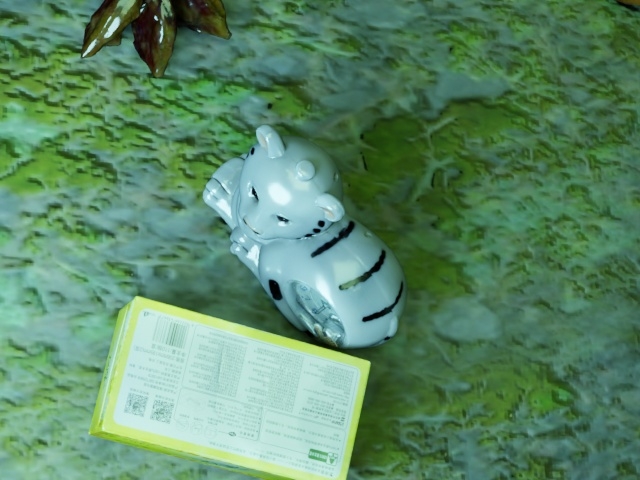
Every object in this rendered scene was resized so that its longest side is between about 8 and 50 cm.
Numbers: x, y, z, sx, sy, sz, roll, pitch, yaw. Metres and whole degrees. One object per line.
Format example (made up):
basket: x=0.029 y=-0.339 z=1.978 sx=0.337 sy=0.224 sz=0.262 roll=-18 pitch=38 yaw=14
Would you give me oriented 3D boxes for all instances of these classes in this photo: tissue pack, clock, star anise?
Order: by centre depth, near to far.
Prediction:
tissue pack: x=-0.063 y=0.110 z=0.974 sx=0.176 sy=0.062 sz=0.095 roll=16 pitch=74 yaw=-16
clock: x=0.000 y=0.000 z=0.994 sx=0.080 sy=0.117 sz=0.176 roll=-41 pitch=93 yaw=-23
star anise: x=-0.128 y=-0.201 z=1.026 sx=0.167 sy=0.057 sz=0.168 roll=-1 pitch=93 yaw=-12

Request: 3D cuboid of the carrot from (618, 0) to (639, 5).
carrot: x=0.315 y=-0.348 z=1.188 sx=0.138 sy=0.138 sz=0.302 roll=27 pitch=70 yaw=-11
